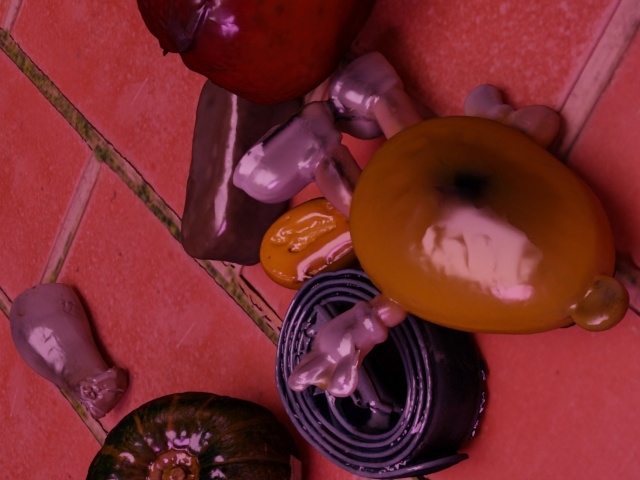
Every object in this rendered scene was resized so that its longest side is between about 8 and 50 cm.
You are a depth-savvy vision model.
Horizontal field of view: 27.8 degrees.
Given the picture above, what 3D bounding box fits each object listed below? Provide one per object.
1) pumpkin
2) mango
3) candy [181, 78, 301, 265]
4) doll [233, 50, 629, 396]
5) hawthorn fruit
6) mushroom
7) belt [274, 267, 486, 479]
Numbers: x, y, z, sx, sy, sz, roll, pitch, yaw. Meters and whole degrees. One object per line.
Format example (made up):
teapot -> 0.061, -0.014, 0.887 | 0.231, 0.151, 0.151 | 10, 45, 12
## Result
pumpkin -> -0.148, 0.302, 1.532 | 0.260, 0.189, 0.260 | -4, 67, 11
mango -> 0.000, 0.000, 1.483 | 0.187, 0.066, 0.101 | -27, 62, 36
candy -> -0.098, -0.087, 1.555 | 0.102, 0.104, 0.234 | 12, 97, 50
doll -> 0.092, -0.030, 1.297 | 0.348, 0.161, 0.423 | -26, 54, 15
hawthorn fruit -> -0.053, -0.305, 1.388 | 0.265, 0.265, 0.307 | 40, 101, 38
mushroom -> -0.361, 0.159, 1.819 | 0.116, 0.093, 0.225 | -45, 52, 10
belt -> 0.062, 0.146, 1.378 | 0.267, 0.116, 0.206 | 43, 113, 40
